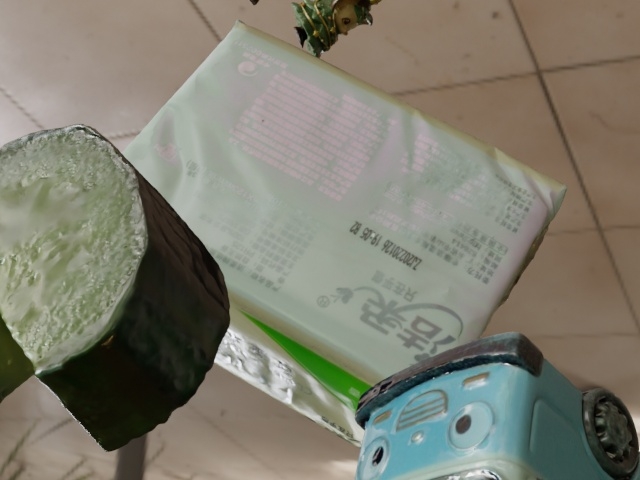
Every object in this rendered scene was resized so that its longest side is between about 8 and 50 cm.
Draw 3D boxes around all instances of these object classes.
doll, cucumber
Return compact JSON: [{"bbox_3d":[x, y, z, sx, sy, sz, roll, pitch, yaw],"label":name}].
[{"bbox_3d":[0.013,-0.282,1.289,0.077,0.113,0.078,49,174,18],"label":"doll"},{"bbox_3d":[-0.152,0.031,0.669,0.191,0.191,0.130,-5,146,26],"label":"cucumber"}]

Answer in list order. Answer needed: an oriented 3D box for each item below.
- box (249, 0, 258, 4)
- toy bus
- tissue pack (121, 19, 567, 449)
[{"bbox_3d":[-0.094,-0.376,1.422,0.063,0.085,0.060,37,-179,16],"label":"box"},{"bbox_3d":[0.136,0.193,0.577,0.271,0.165,0.133,41,133,-21],"label":"toy bus"},{"bbox_3d":[0.000,0.000,1.108,0.404,0.332,0.205,30,151,9],"label":"tissue pack"}]
